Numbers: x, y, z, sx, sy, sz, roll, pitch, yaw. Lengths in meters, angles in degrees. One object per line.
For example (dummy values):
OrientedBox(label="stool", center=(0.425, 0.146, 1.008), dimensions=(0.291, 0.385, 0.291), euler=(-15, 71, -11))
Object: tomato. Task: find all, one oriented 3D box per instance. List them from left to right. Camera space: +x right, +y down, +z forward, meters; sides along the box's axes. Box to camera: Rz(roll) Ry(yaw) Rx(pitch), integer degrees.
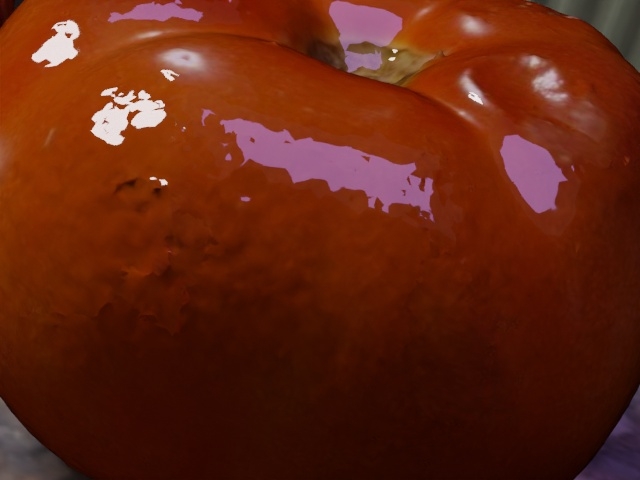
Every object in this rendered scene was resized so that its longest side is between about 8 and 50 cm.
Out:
OrientedBox(label="tomato", center=(-0.004, -0.001, 0.680), dimensions=(0.260, 0.180, 0.260), euler=(14, 24, -6))

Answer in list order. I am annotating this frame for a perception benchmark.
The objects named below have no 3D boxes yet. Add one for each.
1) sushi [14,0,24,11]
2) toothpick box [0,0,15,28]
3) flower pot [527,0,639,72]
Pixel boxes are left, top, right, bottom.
OrientedBox(label="sushi", center=(-0.075, -0.080, 0.932), dimensions=(0.264, 0.050, 0.290), euler=(6, 29, -23))
OrientedBox(label="toothpick box", center=(-0.180, -0.110, 0.902), dimensions=(0.083, 0.047, 0.047), euler=(-7, 32, -10))
OrientedBox(label="flower pot", center=(0.184, -0.084, 0.951), dimensions=(0.239, 0.189, 0.209), euler=(-1, 33, -32))
